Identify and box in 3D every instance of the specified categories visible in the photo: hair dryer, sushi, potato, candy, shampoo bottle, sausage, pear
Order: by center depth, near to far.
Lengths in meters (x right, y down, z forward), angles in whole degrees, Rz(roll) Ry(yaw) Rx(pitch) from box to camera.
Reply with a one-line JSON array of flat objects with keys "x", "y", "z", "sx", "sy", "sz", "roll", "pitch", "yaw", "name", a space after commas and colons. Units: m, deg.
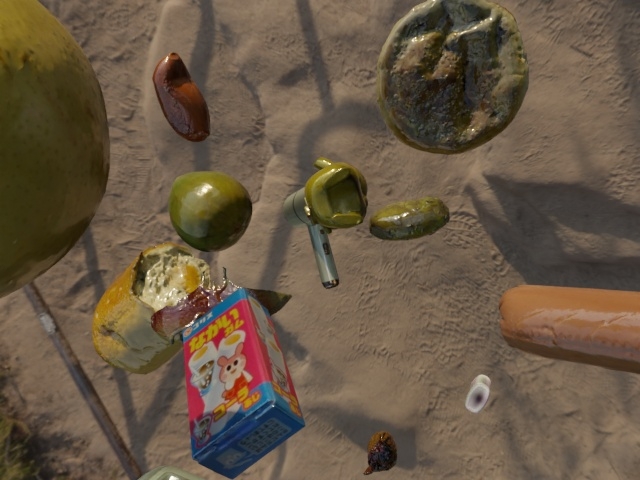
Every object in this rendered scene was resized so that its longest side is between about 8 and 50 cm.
[{"x": -0.375, "y": -0.093, "z": 0.403, "sx": 0.349, "sy": 0.348, "sz": 0.347, "roll": 1, "pitch": 94, "yaw": 11, "name": "pear"}, {"x": 0.421, "y": 0.133, "z": 0.701, "sx": 0.304, "sy": 0.121, "sz": 0.121, "roll": -2, "pitch": 95, "yaw": 52, "name": "sausage"}, {"x": 0.098, "y": 0.342, "z": 0.731, "sx": 0.051, "sy": 0.047, "sz": 0.099, "roll": 12, "pitch": 117, "yaw": 11, "name": "sushi"}, {"x": -0.149, "y": 0.235, "z": 0.814, "sx": 0.157, "sy": 0.305, "sz": 0.100, "roll": -38, "pitch": 125, "yaw": 4, "name": "candy"}, {"x": -0.286, "y": -0.286, "z": 0.935, "sx": 0.089, "sy": 0.089, "sz": 0.179, "roll": -14, "pitch": 113, "yaw": 12, "name": "sausage"}, {"x": 0.376, "y": 0.361, "z": 1.083, "sx": 0.043, "sy": 0.099, "sz": 0.072, "roll": 28, "pitch": 100, "yaw": 21, "name": "shampoo bottle"}, {"x": 0.263, "y": -0.060, "z": 1.376, "sx": 0.252, "sy": 0.149, "sz": 0.113, "roll": -18, "pitch": 122, "yaw": 7, "name": "potato"}, {"x": 0.000, "y": 0.000, "z": 1.477, "sx": 0.128, "sy": 0.203, "sz": 0.361, "roll": -14, "pitch": 89, "yaw": -28, "name": "hair dryer"}]

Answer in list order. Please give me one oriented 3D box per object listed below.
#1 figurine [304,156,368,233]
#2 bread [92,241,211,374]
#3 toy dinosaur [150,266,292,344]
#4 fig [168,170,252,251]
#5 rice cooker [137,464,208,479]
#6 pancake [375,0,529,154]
[{"x": 0.042, "y": -0.115, "z": 1.219, "sx": 0.169, "sy": 0.326, "sz": 0.217, "roll": -10, "pitch": 102, "yaw": 11, "name": "figurine"}, {"x": -0.569, "y": 0.224, "z": 1.466, "sx": 0.394, "sy": 0.360, "sz": 0.250, "roll": -35, "pitch": 131, "yaw": 24, "name": "bread"}, {"x": -0.240, "y": 0.168, "z": 1.121, "sx": 0.327, "sy": 0.113, "sz": 0.206, "roll": -34, "pitch": 74, "yaw": -16, "name": "toy dinosaur"}, {"x": -0.287, "y": -0.076, "z": 1.174, "sx": 0.230, "sy": 0.207, "sz": 0.207, "roll": 16, "pitch": 98, "yaw": 44, "name": "fig"}, {"x": -0.259, "y": 0.602, "z": 0.890, "sx": 0.317, "sy": 0.317, "sz": 0.264, "roll": 11, "pitch": 101, "yaw": 10, "name": "rice cooker"}, {"x": 0.319, "y": -0.397, "z": 1.117, "sx": 0.388, "sy": 0.082, "sz": 0.386, "roll": 2, "pitch": 108, "yaw": 6, "name": "pancake"}]
